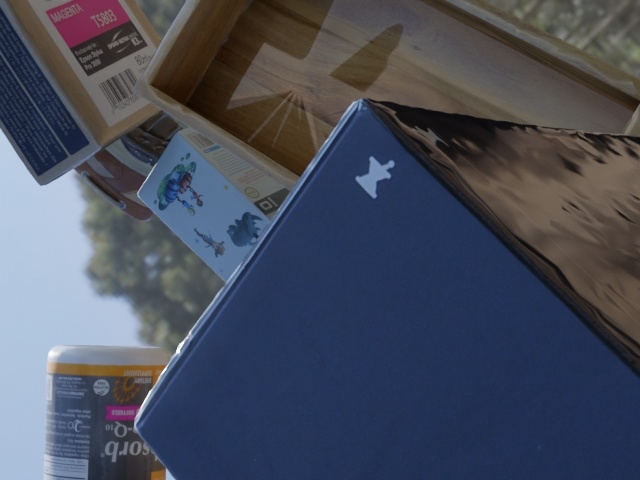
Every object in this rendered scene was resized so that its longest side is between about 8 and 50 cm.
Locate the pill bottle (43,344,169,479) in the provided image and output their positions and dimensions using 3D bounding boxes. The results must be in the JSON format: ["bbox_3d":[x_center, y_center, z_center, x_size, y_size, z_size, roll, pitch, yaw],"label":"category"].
[{"bbox_3d":[-0.278,0.276,2.031,0.162,0.162,0.278,7,-96,-68],"label":"pill bottle"}]

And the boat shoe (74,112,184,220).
[{"bbox_3d":[-0.291,-0.142,1.819,0.324,0.120,0.122,41,-148,21],"label":"boat shoe"}]

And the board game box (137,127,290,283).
[{"bbox_3d":[0.000,0.000,1.560,0.303,0.097,0.224,42,-149,12],"label":"board game box"}]

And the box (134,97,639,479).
[{"bbox_3d":[0.157,0.120,0.656,0.343,0.179,0.312,47,-156,26],"label":"box"}]

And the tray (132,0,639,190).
[{"bbox_3d":[0.058,-0.107,1.242,0.411,0.203,0.076,33,-178,31],"label":"tray"}]

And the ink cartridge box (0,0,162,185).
[{"bbox_3d":[-0.246,-0.181,1.526,0.193,0.088,0.235,58,-155,-8],"label":"ink cartridge box"}]
